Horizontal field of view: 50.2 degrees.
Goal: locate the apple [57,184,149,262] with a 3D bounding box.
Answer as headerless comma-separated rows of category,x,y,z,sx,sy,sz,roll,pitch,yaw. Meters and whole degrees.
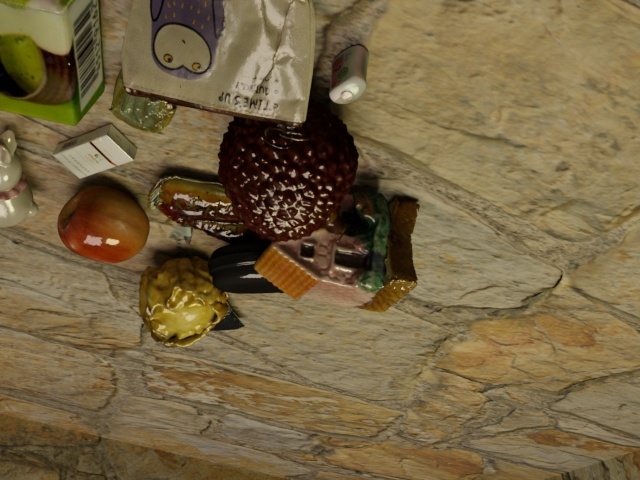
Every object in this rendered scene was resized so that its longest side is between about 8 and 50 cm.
apple,-0.481,-0.033,1.532,0.199,0.199,0.199,4,145,3

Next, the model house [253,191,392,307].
model house,0.000,0.000,1.413,0.238,0.236,0.202,11,166,-12

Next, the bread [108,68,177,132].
bread,-0.322,-0.267,1.260,0.118,0.064,0.156,16,145,-17

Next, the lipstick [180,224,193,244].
lipstick,-0.321,-0.017,1.650,0.025,0.025,0.107,8,151,-3

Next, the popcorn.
popcorn,-0.354,0.148,1.742,0.250,0.190,0.250,3,117,7

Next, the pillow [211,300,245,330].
pillow,-0.309,0.194,1.920,0.141,0.055,0.208,-5,141,12

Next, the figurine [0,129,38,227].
figurine,-0.701,-0.141,1.454,0.155,0.127,0.235,16,140,3

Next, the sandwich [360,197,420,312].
sandwich,0.145,0.037,1.492,0.065,0.214,0.186,17,144,-17

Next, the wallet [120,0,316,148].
wallet,-0.155,-0.311,1.071,0.335,0.068,0.274,15,112,6

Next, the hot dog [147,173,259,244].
hot dog,-0.248,-0.069,1.517,0.271,0.081,0.162,16,142,-12

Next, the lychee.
lychee,-0.052,-0.124,1.248,0.264,0.264,0.300,-27,107,38

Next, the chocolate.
chocolate,-0.517,-0.343,1.117,0.289,0.137,0.301,11,144,-7

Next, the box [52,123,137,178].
box,-0.470,-0.184,1.422,0.154,0.040,0.084,-14,138,25

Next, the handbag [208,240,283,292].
handbag,-0.110,0.069,1.612,0.308,0.093,0.254,0,165,-13

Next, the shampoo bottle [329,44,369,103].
shampoo bottle,0.047,-0.277,1.161,0.043,0.099,0.072,33,137,-33
